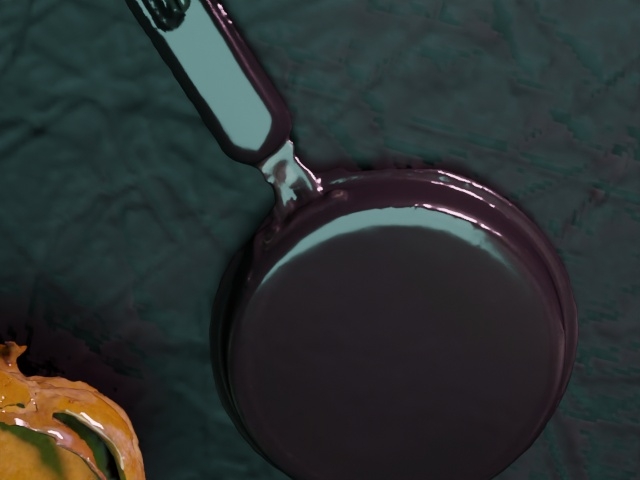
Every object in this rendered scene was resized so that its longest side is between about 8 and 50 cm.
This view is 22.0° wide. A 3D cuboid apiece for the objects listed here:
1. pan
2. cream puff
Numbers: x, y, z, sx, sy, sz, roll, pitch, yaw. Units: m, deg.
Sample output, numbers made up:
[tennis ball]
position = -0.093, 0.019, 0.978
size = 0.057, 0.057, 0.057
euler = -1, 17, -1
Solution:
[pan]
position = 0.000, 0.000, 0.587
size = 0.136, 0.028, 0.235
euler = -31, 105, 10
[cream puff]
position = -0.122, 0.100, 0.582
size = 0.119, 0.104, 0.133
euler = -27, 117, -24
